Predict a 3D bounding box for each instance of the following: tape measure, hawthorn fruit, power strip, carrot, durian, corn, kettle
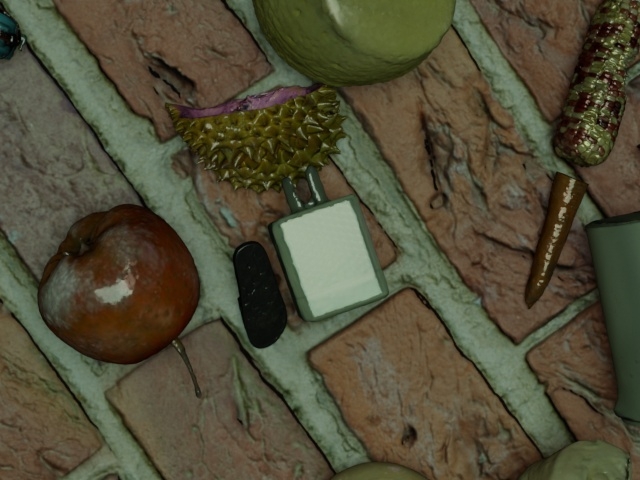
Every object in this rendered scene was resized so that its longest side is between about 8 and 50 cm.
[{"bbox_3d":[-0.517,-0.322,1.792,0.146,0.125,0.081,20,89,-5],"label":"tape measure"},{"bbox_3d":[-0.291,0.067,1.778,0.231,0.263,0.235,13,77,28],"label":"hawthorn fruit"},{"bbox_3d":[0.000,0.000,1.829,0.139,0.140,0.224,-19,91,-4],"label":"power strip"},{"bbox_3d":[0.365,0.003,1.904,0.057,0.057,0.224,18,92,-4],"label":"carrot"},{"bbox_3d":[-0.083,-0.153,1.841,0.260,0.154,0.187,-22,117,3],"label":"durian"},{"bbox_3d":[0.445,-0.257,1.888,0.098,0.098,0.290,19,86,-4],"label":"corn"},{"bbox_3d":[0.560,0.106,1.851,0.265,0.205,0.318,-10,91,-27],"label":"kettle"}]

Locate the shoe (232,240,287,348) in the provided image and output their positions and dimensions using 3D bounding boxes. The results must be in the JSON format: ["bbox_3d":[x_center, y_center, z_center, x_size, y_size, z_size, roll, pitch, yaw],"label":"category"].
[{"bbox_3d":[-0.100,0.079,1.864,0.071,0.049,0.179,-18,114,-15],"label":"shoe"}]

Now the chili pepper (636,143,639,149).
[{"bbox_3d":[0.585,-0.096,1.918,0.088,0.065,0.169,-27,98,12],"label":"chili pepper"}]

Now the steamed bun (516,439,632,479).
[{"bbox_3d":[0.365,0.470,1.813,0.206,0.275,0.320,4,59,23],"label":"steamed bun"}]

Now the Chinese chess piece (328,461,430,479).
[{"bbox_3d":[0.090,0.470,1.858,0.250,0.097,0.251,0,91,-5],"label":"Chinese chess piece"}]

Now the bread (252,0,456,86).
[{"bbox_3d":[0.048,-0.392,1.792,0.320,0.237,0.321,-1,92,-20],"label":"bread"}]
